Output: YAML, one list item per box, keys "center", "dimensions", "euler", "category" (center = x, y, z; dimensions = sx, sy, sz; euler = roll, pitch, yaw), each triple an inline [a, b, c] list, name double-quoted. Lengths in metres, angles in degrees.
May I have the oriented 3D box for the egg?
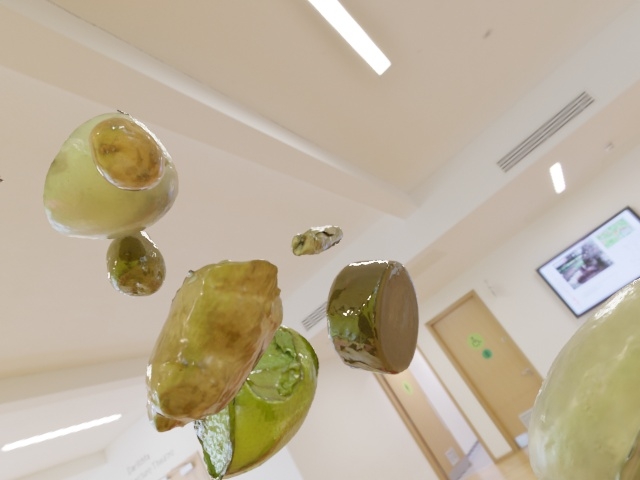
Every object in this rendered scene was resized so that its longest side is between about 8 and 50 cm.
- center: [-0.467, -0.130, 1.096]
  dimensions: [0.337, 0.201, 0.336]
  euler: [23, -90, -80]
  category: "egg"

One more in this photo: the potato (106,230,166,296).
- center: [-0.507, 0.054, 1.250]
  dimensions: [0.157, 0.193, 0.157]
  euler: [-11, -32, -7]
  category: "potato"

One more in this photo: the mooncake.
- center: [0.135, 0.191, 1.158]
  dimensions: [0.156, 0.283, 0.285]
  euler: [-4, -4, 35]
  category: "mooncake"

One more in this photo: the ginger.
- center: [-0.108, 0.103, 0.444]
  dimensions: [0.122, 0.115, 0.193]
  euler: [-71, 3, -57]
  category: "ginger"

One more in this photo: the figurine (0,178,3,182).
- center: [-0.580, -0.070, 0.732]
  dimensions: [0.129, 0.054, 0.072]
  euler: [-44, 6, -26]
  category: "figurine"

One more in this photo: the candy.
- center: [0.483, 0.216, 0.645]
  dimensions: [0.387, 0.186, 0.426]
  euler: [16, -76, -22]
  category: "candy"

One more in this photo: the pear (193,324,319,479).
- center: [-0.095, 0.261, 0.799]
  dimensions: [0.256, 0.238, 0.163]
  euler: [7, -54, -39]
  category: "pear"

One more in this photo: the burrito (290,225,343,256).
- center: [0.000, -0.002, 0.801]
  dimensions: [0.058, 0.044, 0.188]
  euler: [-10, 1, 18]
  category: "burrito"

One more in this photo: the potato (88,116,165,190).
- center: [-0.341, -0.147, 0.805]
  dimensions: [0.112, 0.112, 0.147]
  euler: [-33, -51, -1]
  category: "potato"
